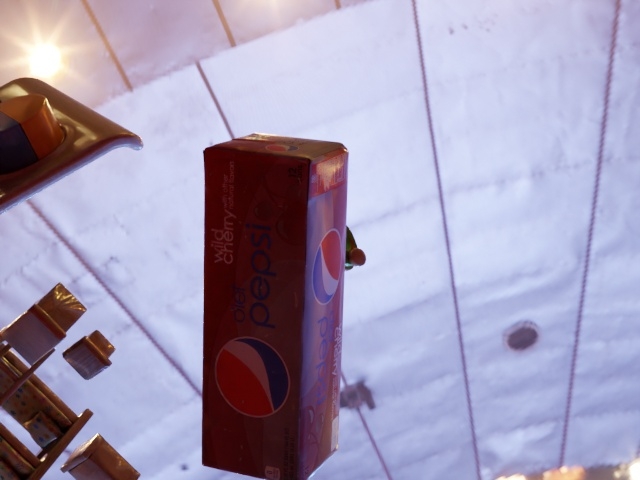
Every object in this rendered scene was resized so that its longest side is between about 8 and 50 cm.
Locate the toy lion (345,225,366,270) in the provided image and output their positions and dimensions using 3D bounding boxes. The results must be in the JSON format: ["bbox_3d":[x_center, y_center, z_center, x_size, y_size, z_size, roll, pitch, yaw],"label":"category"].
[{"bbox_3d":[0.000,0.000,1.408,0.100,0.034,0.096,-19,-92,-41],"label":"toy lion"}]

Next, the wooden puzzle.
[{"bbox_3d":[-0.411,-0.096,1.250,0.348,0.322,0.080,-29,-59,-22],"label":"wooden puzzle"}]

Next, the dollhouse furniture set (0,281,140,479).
[{"bbox_3d":[-0.218,0.156,0.951,0.182,0.101,0.161,46,-50,-9],"label":"dollhouse furniture set"}]

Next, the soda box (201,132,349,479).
[{"bbox_3d":[-0.036,0.052,0.895,0.092,0.083,0.263,9,-74,23],"label":"soda box"}]
